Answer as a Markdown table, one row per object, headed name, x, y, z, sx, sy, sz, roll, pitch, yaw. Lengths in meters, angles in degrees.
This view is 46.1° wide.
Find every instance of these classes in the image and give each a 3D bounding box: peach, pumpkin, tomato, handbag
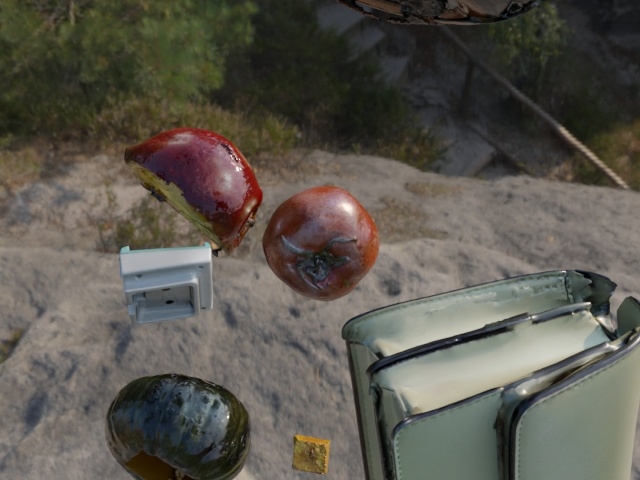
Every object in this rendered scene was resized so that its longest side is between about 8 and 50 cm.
| name | x | y | z | sx | sy | sz | roll | pitch | yaw |
| --- | --- | --- | --- | --- | --- | --- | --- | --- | --- |
| peach | -0.219 | -0.121 | 1.328 | 0.267 | 0.158 | 0.154 | 39 | 69 | 14 |
| pumpkin | -0.022 | 0.464 | 1.629 | 0.083 | 0.054 | 0.074 | 8 | 91 | 7 |
| tomato | 0.003 | -0.003 | 1.485 | 0.232 | 0.232 | 0.188 | -5 | 27 | -1 |
| handbag | 0.168 | 0.222 | 0.690 | 0.237 | 0.358 | 0.160 | -16 | 32 | -11 |
| pumpkin | -0.305 | 0.413 | 1.595 | 0.321 | 0.320 | 0.192 | 14 | 45 | 13 |

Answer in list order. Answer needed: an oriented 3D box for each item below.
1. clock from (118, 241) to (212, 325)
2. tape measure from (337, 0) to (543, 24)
| name | x | y | z | sx | sy | sz | roll | pitch | yaw |
| --- | --- | --- | --- | --- | --- | --- | --- | --- | --- |
| clock | -0.393 | 0.124 | 1.945 | 0.231 | 0.262 | 0.116 | -4 | 57 | -10 |
| tape measure | 0.075 | -0.242 | 0.600 | 0.223 | 0.135 | 0.202 | 7 | 11 | -29 |
